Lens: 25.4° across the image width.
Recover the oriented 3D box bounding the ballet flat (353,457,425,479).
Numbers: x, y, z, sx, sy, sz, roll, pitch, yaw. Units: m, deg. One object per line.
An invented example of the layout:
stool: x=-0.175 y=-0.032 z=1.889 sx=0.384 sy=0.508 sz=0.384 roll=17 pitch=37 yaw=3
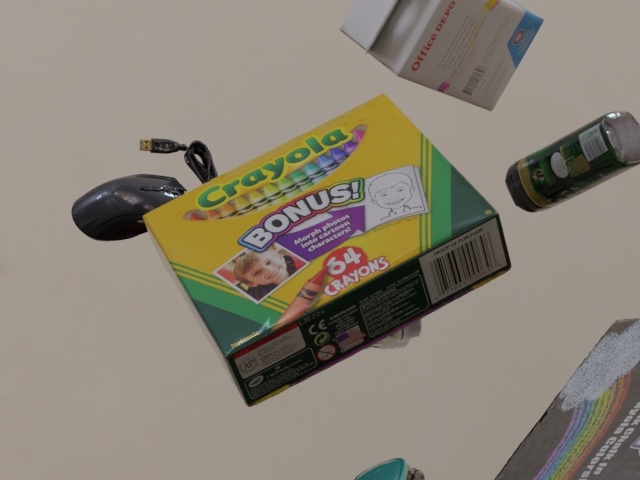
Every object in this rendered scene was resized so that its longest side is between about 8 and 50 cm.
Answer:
ballet flat: x=0.050 y=0.252 z=1.150 sx=0.095 sy=0.280 sz=0.096 roll=-22 pitch=-90 yaw=18

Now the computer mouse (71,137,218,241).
computer mouse: x=-0.261 y=-0.093 z=2.169 sx=0.184 sy=0.262 sz=0.060 roll=66 pitch=-31 yaw=31

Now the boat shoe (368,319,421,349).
boat shoe: x=0.100 y=0.128 z=2.305 sx=0.302 sy=0.094 sz=0.109 roll=97 pitch=-23 yaw=-70

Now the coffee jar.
coffee jar: x=0.339 y=-0.102 z=1.893 sx=0.184 sy=0.096 sz=0.079 roll=-29 pitch=-100 yaw=43

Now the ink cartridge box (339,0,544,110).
ink cartridge box: x=0.096 y=-0.182 z=1.185 sx=0.143 sy=0.092 sz=0.090 roll=15 pitch=21 yaw=-44

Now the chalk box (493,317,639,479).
chalk box: x=0.276 y=0.164 z=0.935 sx=0.179 sy=0.180 sz=0.289 roll=43 pitch=-16 yaw=-9

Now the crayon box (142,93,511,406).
crayon box: x=0.000 y=0.000 z=1.764 sx=0.313 sy=0.363 sz=0.106 roll=53 pitch=-13 yaw=48
